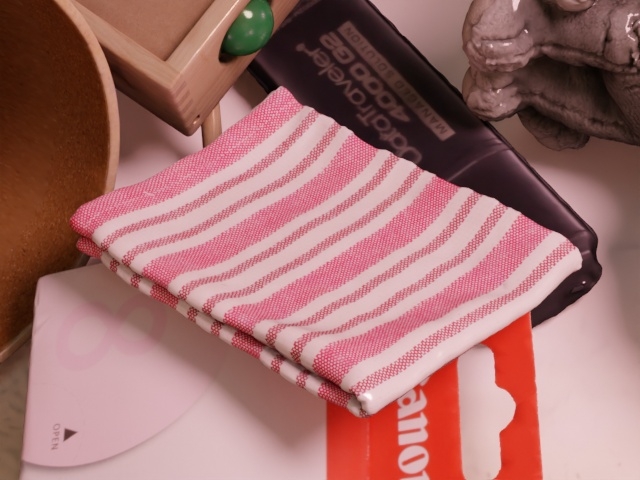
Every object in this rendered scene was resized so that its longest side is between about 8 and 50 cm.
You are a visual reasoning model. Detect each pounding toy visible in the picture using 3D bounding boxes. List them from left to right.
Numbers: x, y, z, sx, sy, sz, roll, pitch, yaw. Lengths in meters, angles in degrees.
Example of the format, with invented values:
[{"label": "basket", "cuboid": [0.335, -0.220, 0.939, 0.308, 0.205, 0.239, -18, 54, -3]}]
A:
[{"label": "pounding toy", "cuboid": [-0.073, -0.114, 0.987, 0.141, 0.100, 0.130, 35, 79, 13]}]

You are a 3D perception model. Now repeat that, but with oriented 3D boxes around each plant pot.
[{"label": "plant pot", "cuboid": [-0.268, -0.071, 0.969, 0.237, 0.237, 0.254, -40, 44, -17]}]

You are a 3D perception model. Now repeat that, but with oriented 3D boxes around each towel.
[{"label": "towel", "cuboid": [0.000, 0.000, 0.890, 0.197, 0.029, 0.144, 28, 47, 35]}]

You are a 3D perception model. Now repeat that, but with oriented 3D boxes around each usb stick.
[{"label": "usb stick", "cuboid": [0.036, -0.058, 0.996, 0.077, 0.045, 0.278, -36, 57, -6]}]

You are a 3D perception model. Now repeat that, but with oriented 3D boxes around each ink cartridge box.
[{"label": "ink cartridge box", "cuboid": [-0.023, 0.082, 0.875, 0.232, 0.066, 0.189, -15, 52, 20]}]

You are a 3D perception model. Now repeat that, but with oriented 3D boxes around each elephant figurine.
[{"label": "elephant figurine", "cuboid": [0.198, -0.063, 0.915, 0.239, 0.169, 0.186, 35, 103, 24]}]
